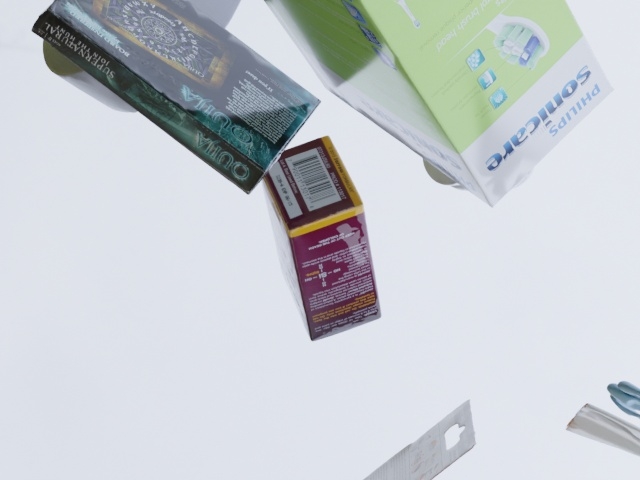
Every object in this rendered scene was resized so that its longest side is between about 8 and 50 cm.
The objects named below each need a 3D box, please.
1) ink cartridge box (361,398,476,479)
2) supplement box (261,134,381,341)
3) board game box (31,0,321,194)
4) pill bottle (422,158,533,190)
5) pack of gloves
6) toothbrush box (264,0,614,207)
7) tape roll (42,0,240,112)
[{"bbox_3d":[0.079,0.266,1.958,0.225,0.056,0.181,-37,-173,8],"label":"ink cartridge box"},{"bbox_3d":[0.000,0.000,1.957,0.188,0.081,0.104,79,-11,-51],"label":"supplement box"},{"bbox_3d":[-0.097,-0.120,1.354,0.026,0.186,0.126,-52,-178,33],"label":"board game box"},{"bbox_3d":[0.177,-0.094,2.174,0.078,0.137,0.078,2,-87,34],"label":"pill bottle"},{"bbox_3d":[0.373,0.214,1.940,0.195,0.232,0.046,112,-2,-67],"label":"pack of gloves"},{"bbox_3d":[0.036,-0.183,1.238,0.122,0.283,0.206,-43,-137,-8],"label":"toothbrush box"},{"bbox_3d":[-0.155,-0.225,1.753,0.219,0.072,0.219,-36,-144,32],"label":"tape roll"}]
